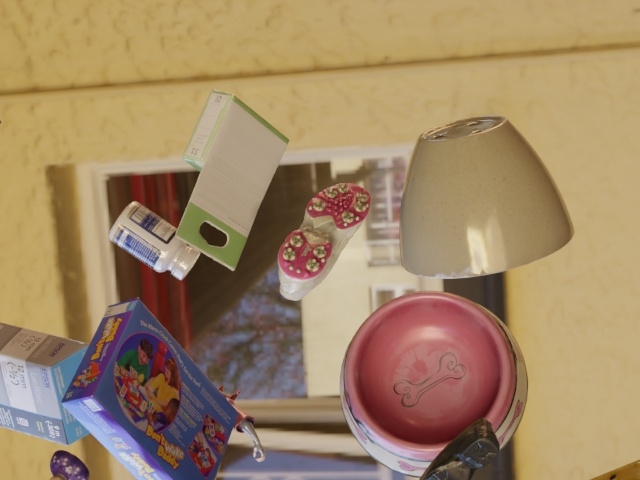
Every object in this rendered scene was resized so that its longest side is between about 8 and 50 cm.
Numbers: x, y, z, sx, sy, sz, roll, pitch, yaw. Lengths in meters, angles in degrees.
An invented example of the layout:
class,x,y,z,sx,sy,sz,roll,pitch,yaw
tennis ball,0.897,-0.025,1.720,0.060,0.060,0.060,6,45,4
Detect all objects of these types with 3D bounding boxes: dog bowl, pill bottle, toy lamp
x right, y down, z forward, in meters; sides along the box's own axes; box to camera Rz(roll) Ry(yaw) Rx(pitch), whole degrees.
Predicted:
class,x,y,z,sx,sy,sz,roll,pitch,yaw
dog bowl,0.230,0.287,2.287,0.150,0.408,0.408,62,-153,-69
pill bottle,-0.329,0.005,2.174,0.094,0.169,0.094,-55,0,0
toy lamp,-0.458,0.442,1.662,0.274,0.080,0.080,-54,-37,-43

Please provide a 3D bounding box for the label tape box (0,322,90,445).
class,x,y,z,sx,sy,sz,roll,pitch,yaw
label tape box,-0.641,0.350,2.576,0.115,0.348,0.249,-51,-34,-49

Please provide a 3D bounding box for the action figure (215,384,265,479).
class,x,y,z,sx,sy,sz,roll,pitch,yaw
action figure,-0.289,0.446,2.512,0.276,0.248,0.370,55,-150,-23

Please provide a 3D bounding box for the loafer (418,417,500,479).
class,x,y,z,sx,sy,sz,roll,pitch,yaw
loafer,0.214,0.346,1.708,0.062,0.170,0.061,39,-155,-19

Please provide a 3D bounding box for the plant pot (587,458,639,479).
class,x,y,z,sx,sy,sz,roll,pitch,yaw
plant pot,0.620,0.559,2.134,0.187,0.212,0.212,54,-152,-10

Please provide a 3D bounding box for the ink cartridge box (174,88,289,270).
class,x,y,z,sx,sy,sz,roll,pitch,yaw
ink cartridge box,-0.150,-0.091,1.692,0.171,0.056,0.235,35,-104,-55

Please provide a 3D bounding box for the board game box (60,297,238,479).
class,x,y,z,sx,sy,sz,roll,pitch,yaw
board game box,-0.305,0.311,2.020,0.347,0.078,0.233,55,-144,-31

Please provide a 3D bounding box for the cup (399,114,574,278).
class,x,y,z,sx,sy,sz,roll,pitch,yaw
cup,0.287,-0.098,2.037,0.331,0.331,0.237,-60,-43,-69

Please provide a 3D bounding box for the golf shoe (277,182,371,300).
class,x,y,z,sx,sy,sz,roll,pitch,yaw
golf shoe,0.000,0.000,2.232,0.306,0.115,0.140,-49,-16,-38
